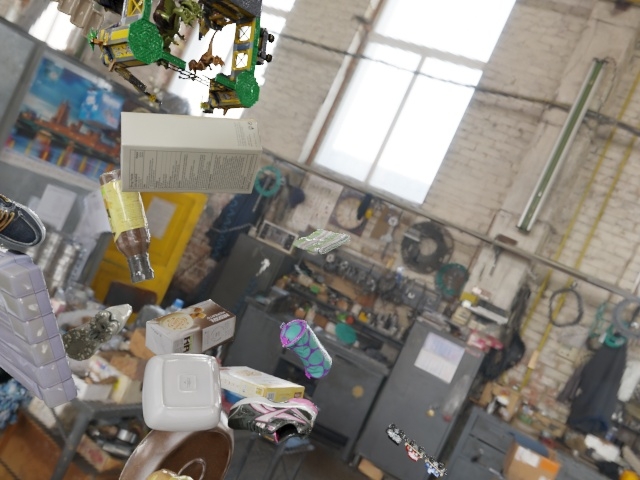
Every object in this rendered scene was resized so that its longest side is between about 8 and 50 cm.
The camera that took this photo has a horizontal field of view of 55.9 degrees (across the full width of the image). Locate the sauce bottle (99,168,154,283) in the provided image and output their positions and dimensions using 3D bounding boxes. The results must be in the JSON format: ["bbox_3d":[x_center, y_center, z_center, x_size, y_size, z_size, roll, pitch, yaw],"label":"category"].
[{"bbox_3d":[-0.583,-0.042,1.838,0.111,0.345,0.111,-14,-1,0],"label":"sauce bottle"}]

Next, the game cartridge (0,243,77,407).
[{"bbox_3d":[-0.522,0.117,1.008,0.068,0.230,0.355,-18,20,-42],"label":"game cartridge"}]

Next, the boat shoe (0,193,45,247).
[{"bbox_3d":[-0.497,-0.037,0.916,0.183,0.065,0.083,48,-3,-39],"label":"boat shoe"}]

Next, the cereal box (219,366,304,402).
[{"bbox_3d":[-0.189,0.407,1.716,0.240,0.047,0.173,9,-4,38],"label":"cereal box"}]

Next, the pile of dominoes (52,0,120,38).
[{"bbox_3d":[-0.457,-0.529,1.127,0.040,0.196,0.251,35,-8,43],"label":"pile of dominoes"}]

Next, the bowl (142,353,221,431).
[{"bbox_3d":[-0.243,0.265,1.080,0.141,0.142,0.053,6,-35,-22],"label":"bowl"}]

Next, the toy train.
[{"bbox_3d":[0.205,0.458,1.305,0.158,0.036,0.027,36,-17,24],"label":"toy train"}]

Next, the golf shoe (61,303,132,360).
[{"bbox_3d":[-0.438,0.180,1.192,0.069,0.176,0.086,59,28,-6],"label":"golf shoe"}]

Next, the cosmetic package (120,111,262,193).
[{"bbox_3d":[-0.305,-0.199,1.409,0.309,0.160,0.113,1,52,-20],"label":"cosmetic package"}]

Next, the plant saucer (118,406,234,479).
[{"bbox_3d":[-0.296,0.502,1.306,0.050,0.311,0.310,26,1,35],"label":"plant saucer"}]

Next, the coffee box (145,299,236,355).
[{"bbox_3d":[-0.408,0.287,1.907,0.141,0.098,0.246,26,29,36],"label":"coffee box"}]

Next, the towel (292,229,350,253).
[{"bbox_3d":[0.000,0.000,1.753,0.113,0.023,0.152,-26,23,-30],"label":"towel"}]

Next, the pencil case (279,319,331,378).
[{"bbox_3d":[-0.031,0.233,1.289,0.064,0.070,0.152,38,-15,49],"label":"pencil case"}]

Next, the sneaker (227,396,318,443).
[{"bbox_3d":[-0.097,0.347,1.148,0.178,0.072,0.077,-9,33,13],"label":"sneaker"}]

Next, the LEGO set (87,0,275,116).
[{"bbox_3d":[-0.250,-0.342,0.980,0.192,0.255,0.331,5,5,35],"label":"LEGO set"}]

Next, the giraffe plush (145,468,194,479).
[{"bbox_3d":[-0.276,0.473,1.034,0.210,0.170,0.181,35,-9,2],"label":"giraffe plush"}]
